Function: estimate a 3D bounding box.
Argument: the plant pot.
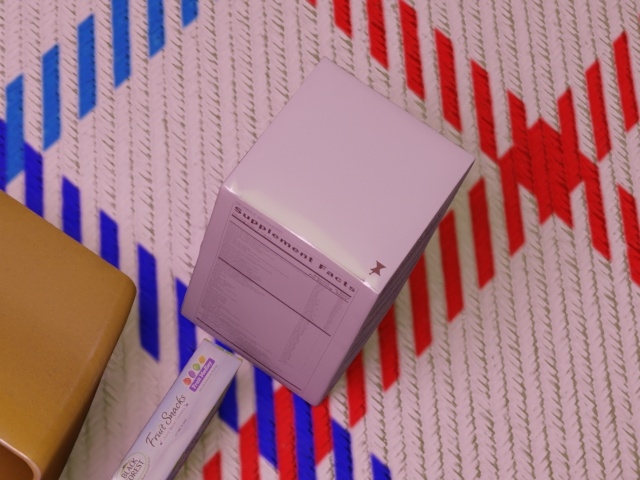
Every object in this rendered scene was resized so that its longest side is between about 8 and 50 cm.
[{"bbox_3d":[-0.250,0.086,1.318,0.212,0.212,0.187,34,52,4],"label":"plant pot"}]

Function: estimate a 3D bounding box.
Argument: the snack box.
[{"bbox_3d":[-0.114,0.150,1.366,0.037,0.100,0.141,31,65,3],"label":"snack box"}]

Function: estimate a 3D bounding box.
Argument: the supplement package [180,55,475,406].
[{"bbox_3d":[0.000,0.000,1.376,0.139,0.244,0.134,35,65,4],"label":"supplement package"}]
